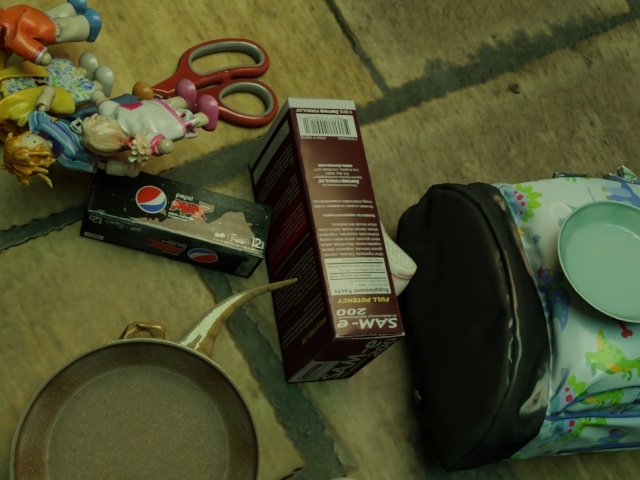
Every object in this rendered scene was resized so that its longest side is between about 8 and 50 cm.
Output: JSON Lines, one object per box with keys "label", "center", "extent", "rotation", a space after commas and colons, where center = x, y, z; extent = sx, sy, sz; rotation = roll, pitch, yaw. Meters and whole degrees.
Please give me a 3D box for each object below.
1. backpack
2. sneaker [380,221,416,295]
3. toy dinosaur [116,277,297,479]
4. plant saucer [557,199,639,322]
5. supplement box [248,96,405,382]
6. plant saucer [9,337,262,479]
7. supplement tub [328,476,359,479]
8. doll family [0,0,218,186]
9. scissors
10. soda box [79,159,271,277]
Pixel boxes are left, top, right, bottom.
{"label": "backpack", "center": [0.287, 0.074, 0.963], "extent": [0.355, 0.273, 0.290], "rotation": [15, 53, -29]}
{"label": "sneaker", "center": [0.040, 0.017, 0.988], "extent": [0.051, 0.070, 0.134], "rotation": [6, 31, -36]}
{"label": "toy dinosaur", "center": [-0.120, 0.105, 0.871], "extent": [0.112, 0.064, 0.211], "rotation": [28, 77, -15]}
{"label": "plant saucer", "center": [0.256, 0.021, 0.848], "extent": [0.119, 0.021, 0.119], "rotation": [6, 59, -10]}
{"label": "supplement box", "center": [0.000, 0.000, 0.930], "extent": [0.073, 0.130, 0.239], "rotation": [0, 66, -23]}
{"label": "plant saucer", "center": [-0.147, 0.177, 0.802], "extent": [0.198, 0.036, 0.199], "rotation": [0, 88, -9]}
{"label": "supplement tub", "center": [-0.025, 0.290, 0.764], "extent": [0.199, 0.144, 0.144], "rotation": [-25, 76, -30]}
{"label": "doll family", "center": [-0.228, -0.114, 0.886], "extent": [0.263, 0.118, 0.163], "rotation": [38, 39, 22]}
{"label": "scissors", "center": [-0.175, -0.143, 0.998], "extent": [0.297, 0.021, 0.109], "rotation": [-15, 73, -27]}
{"label": "soda box", "center": [-0.135, -0.018, 0.928], "extent": [0.169, 0.053, 0.060], "rotation": [16, 59, -15]}
